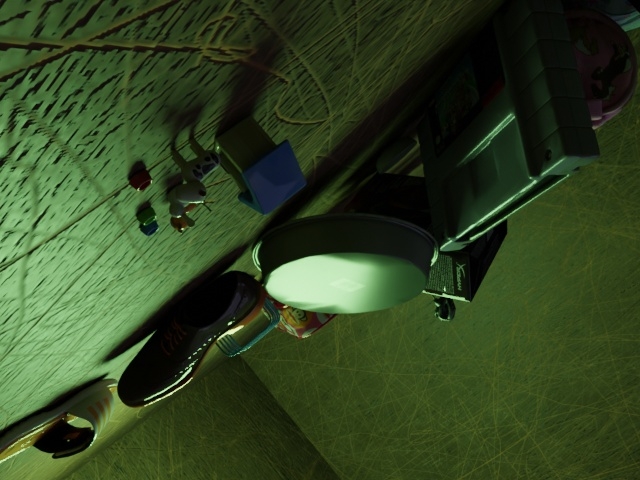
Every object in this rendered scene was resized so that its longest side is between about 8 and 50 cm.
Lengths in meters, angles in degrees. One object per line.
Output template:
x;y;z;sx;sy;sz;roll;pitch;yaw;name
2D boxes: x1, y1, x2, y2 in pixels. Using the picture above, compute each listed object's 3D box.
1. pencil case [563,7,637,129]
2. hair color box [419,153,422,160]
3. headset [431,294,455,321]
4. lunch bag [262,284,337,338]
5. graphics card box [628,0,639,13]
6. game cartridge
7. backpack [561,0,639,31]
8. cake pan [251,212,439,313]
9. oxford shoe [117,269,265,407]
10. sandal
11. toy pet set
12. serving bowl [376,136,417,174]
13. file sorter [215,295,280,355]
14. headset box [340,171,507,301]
0.336;-0.204;1.026;0.167;0.160;0.386;-40;176;-6;pencil case
0.365;-0.212;1.413;0.114;0.185;0.374;-38;174;-17;hair color box
0.210;0.054;1.540;0.243;0.185;0.394;0;-170;-22;headset
-0.004;0.094;1.451;0.258;0.120;0.293;-37;-170;-17;lunch bag
0.456;-0.252;0.715;0.094;0.371;0.233;-41;174;16;graphics card box
0.226;-0.143;0.888;0.068;0.230;0.355;-6;164;-16;game cartridge
0.447;-0.379;0.951;0.182;0.152;0.115;-28;170;3;backpack
0.039;0.047;1.011;0.293;0.054;0.293;0;154;0;cake pan
-0.208;0.139;0.968;0.271;0.097;0.098;-44;156;-5;oxford shoe
-0.378;0.285;0.950;0.102;0.076;0.265;-41;175;17;sandal
-0.075;-0.032;0.492;0.114;0.065;0.122;-38;175;-17;toy pet set
0.125;-0.150;1.109;0.083;0.027;0.083;-40;175;-4;serving bowl
-0.151;0.147;1.242;0.118;0.104;0.170;-40;174;-1;file sorter
0.167;-0.020;1.186;0.218;0.293;0.110;-50;139;-43;headset box
